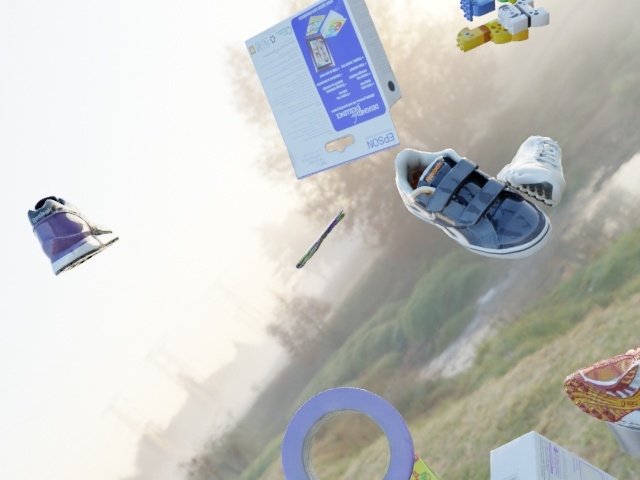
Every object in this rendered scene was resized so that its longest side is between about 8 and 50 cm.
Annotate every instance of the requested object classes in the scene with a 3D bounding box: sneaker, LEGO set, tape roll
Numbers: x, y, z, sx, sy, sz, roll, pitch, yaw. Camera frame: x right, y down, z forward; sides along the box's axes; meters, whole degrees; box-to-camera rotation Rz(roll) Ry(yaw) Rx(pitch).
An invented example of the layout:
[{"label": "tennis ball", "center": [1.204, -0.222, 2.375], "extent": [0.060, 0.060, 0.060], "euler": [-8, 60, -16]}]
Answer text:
[{"label": "sneaker", "center": [0.248, -0.071, 1.547], "extent": [0.126, 0.321, 0.127], "euler": [-50, -46, -16]}, {"label": "sneaker", "center": [0.320, 0.143, 0.913], "extent": [0.067, 0.064, 0.175], "euler": [-34, 0, -30]}, {"label": "sneaker", "center": [0.402, -0.138, 1.650], "extent": [0.118, 0.110, 0.292], "euler": [-61, 2, 10]}, {"label": "LEGO set", "center": [0.226, -0.330, 1.276], "extent": [0.093, 0.227, 0.087], "euler": [-25, -42, -8]}, {"label": "tape roll", "center": [0.042, 0.311, 1.289], "extent": [0.189, 0.189, 0.080], "euler": [-51, -14, -5]}, {"label": "sneaker", "center": [-0.420, -0.024, 1.499], "extent": [0.107, 0.124, 0.283], "euler": [-33, 5, -7]}]

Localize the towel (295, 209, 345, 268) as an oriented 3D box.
[{"label": "towel", "center": [0.000, 0.000, 1.127], "extent": [0.060, 0.009, 0.083], "euler": [-50, 1, 44]}]

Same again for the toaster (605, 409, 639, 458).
[{"label": "toaster", "center": [0.583, 0.297, 1.485], "extent": [0.227, 0.146, 0.129], "euler": [5, 57, 50]}]

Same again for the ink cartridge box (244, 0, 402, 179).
[{"label": "ink cartridge box", "center": [0.008, -0.202, 1.172], "extent": [0.206, 0.208, 0.045], "euler": [-13, 10, 47]}]

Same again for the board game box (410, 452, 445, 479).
[{"label": "board game box", "center": [0.201, 0.413, 1.375], "extent": [0.043, 0.181, 0.092], "euler": [-44, 25, -1]}]

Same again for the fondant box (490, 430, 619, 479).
[{"label": "fondant box", "center": [0.395, 0.458, 1.287], "extent": [0.096, 0.330, 0.238], "euler": [-41, 27, 40]}]
